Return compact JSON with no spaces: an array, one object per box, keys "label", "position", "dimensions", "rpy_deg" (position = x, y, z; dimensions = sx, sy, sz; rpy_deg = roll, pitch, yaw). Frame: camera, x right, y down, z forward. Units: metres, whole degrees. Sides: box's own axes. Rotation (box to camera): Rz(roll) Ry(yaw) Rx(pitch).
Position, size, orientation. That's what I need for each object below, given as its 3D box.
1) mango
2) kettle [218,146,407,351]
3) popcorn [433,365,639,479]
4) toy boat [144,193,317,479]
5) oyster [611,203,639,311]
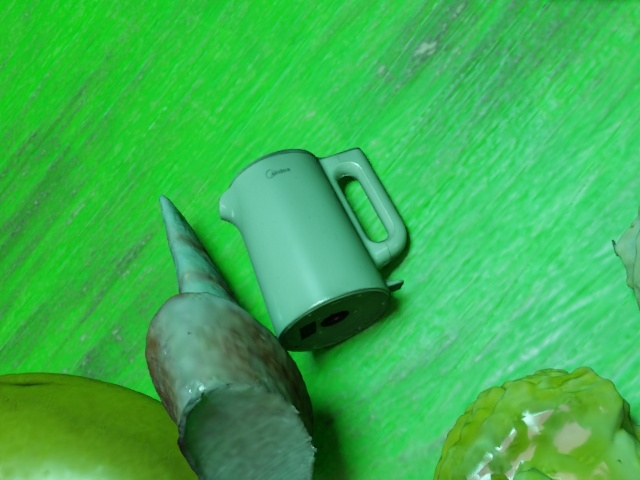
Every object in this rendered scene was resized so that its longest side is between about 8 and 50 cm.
[{"label":"mango","position":[-0.260,0.259,0.637],"dimensions":[0.444,0.220,0.302],"rpy_deg":[-12,70,18]},{"label":"kettle","position":[-0.004,-0.001,0.654],"dimensions":[0.126,0.098,0.148],"rpy_deg":[-34,62,19]},{"label":"popcorn","position":[0.162,0.171,0.519],"dimensions":[0.173,0.142,0.174],"rpy_deg":[-11,48,13]},{"label":"toy boat","position":[-0.085,0.072,0.639],"dimensions":[0.096,0.206,0.282],"rpy_deg":[-33,42,1]},{"label":"oyster","position":[0.300,-0.036,0.525],"dimensions":[0.161,0.107,0.233],"rpy_deg":[22,89,19]}]
